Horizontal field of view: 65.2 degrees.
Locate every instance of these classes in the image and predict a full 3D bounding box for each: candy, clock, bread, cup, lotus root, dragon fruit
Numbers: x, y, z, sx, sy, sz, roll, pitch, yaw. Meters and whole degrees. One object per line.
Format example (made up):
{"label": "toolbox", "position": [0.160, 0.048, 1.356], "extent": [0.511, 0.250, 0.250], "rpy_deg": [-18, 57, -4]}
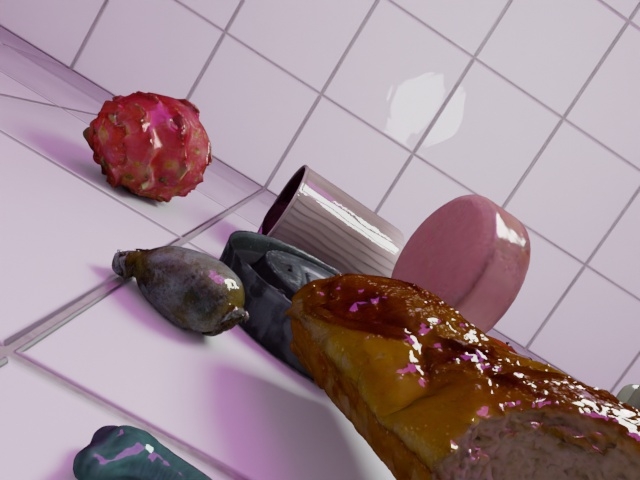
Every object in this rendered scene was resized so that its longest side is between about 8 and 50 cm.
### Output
{"label": "candy", "position": [0.203, 0.051, 0.785], "extent": [0.094, 0.255, 0.255], "rpy_deg": [31, 7, -17]}
{"label": "clock", "position": [0.011, 0.114, 0.778], "extent": [0.386, 0.076, 0.386], "rpy_deg": [31, 7, -4]}
{"label": "bread", "position": [0.101, 0.119, 0.403], "extent": [0.185, 0.109, 0.380], "rpy_deg": [11, 8, -26]}
{"label": "cup", "position": [-0.004, 0.012, 1.078], "extent": [0.273, 0.288, 0.208], "rpy_deg": [31, 43, -13]}
{"label": "lotus root", "position": [-0.150, 0.046, 0.552], "extent": [0.165, 0.088, 0.088], "rpy_deg": [24, 5, 16]}
{"label": "dragon fruit", "position": [-0.300, -0.173, 0.947], "extent": [0.205, 0.210, 0.268], "rpy_deg": [51, 6, 14]}

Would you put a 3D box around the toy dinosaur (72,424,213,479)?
{"label": "toy dinosaur", "position": [0.072, 0.213, 0.350], "extent": [0.331, 0.129, 0.383], "rpy_deg": [26, 1, 35]}

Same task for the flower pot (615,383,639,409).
{"label": "flower pot", "position": [0.486, 0.313, 0.634], "extent": [0.254, 0.164, 0.367], "rpy_deg": [27, -22, 40]}

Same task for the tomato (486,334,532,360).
{"label": "tomato", "position": [0.341, 0.259, 1.062], "extent": [0.199, 0.112, 0.228], "rpy_deg": [27, 5, 26]}
